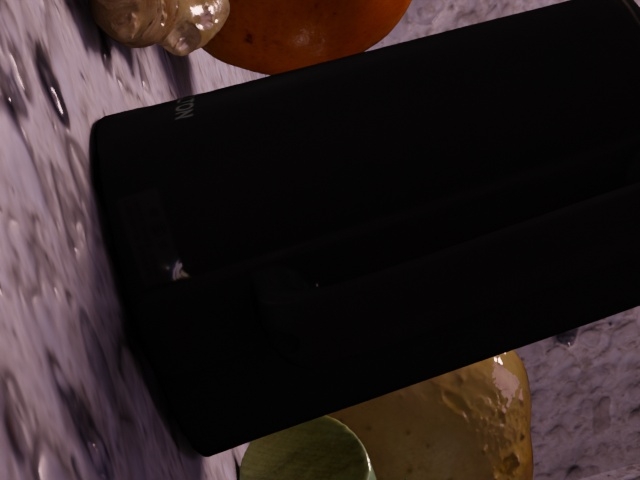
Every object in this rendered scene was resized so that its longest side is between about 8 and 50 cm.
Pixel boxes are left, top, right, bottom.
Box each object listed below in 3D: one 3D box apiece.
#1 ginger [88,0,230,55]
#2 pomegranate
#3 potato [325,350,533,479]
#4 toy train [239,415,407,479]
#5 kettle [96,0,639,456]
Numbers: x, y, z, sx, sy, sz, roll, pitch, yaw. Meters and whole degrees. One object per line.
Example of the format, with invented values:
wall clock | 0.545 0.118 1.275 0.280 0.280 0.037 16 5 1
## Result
ginger | -0.114 -0.166 0.956 0.288 0.075 0.089 -53 122 -81
pomegranate | -0.030 -0.274 1.275 0.264 0.264 0.264 -16 90 -87
potato | 0.064 0.160 1.155 0.242 0.243 0.285 -99 175 -67
toy train | 0.041 0.254 0.982 0.189 0.126 0.307 -103 175 -52
kettle | 0.046 -0.024 0.783 0.262 0.308 0.203 66 7 -74
